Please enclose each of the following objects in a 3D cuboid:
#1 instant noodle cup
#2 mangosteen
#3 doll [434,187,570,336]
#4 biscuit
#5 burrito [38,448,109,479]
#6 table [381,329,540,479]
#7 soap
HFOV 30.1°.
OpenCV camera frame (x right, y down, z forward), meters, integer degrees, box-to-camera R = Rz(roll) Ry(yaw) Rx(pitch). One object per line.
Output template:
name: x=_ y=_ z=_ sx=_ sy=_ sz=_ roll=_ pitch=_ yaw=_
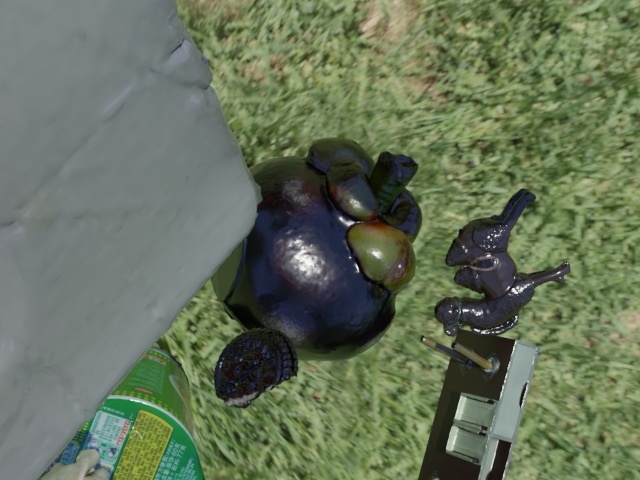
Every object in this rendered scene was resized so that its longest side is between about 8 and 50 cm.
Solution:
instant noodle cup: x=-0.247 y=0.249 z=1.552 sx=0.207 sy=0.233 sz=0.207 roll=-1 pitch=107 yaw=-2
mangosteen: x=-0.005 y=0.001 z=1.434 sx=0.233 sy=0.287 sz=0.288 roll=14 pitch=87 yaw=-13
doll: x=0.196 y=0.037 z=1.350 sx=0.165 sy=0.057 sz=0.139 roll=-30 pitch=104 yaw=1
biscuit: x=-0.061 y=0.124 z=1.133 sx=0.027 sy=0.089 sz=0.087 roll=27 pitch=89 yaw=-50
burrito: x=-0.196 y=0.319 z=1.023 sx=0.117 sy=0.392 sz=0.076 roll=-41 pitch=122 yaw=4
table: x=0.162 y=0.225 z=1.460 sx=0.111 sy=0.121 sz=0.240 roll=19 pitch=82 yaw=-28
soap: x=-0.257 y=0.019 z=0.495 sx=0.213 sy=0.350 sz=0.435 roll=29 pitch=66 yaw=28
